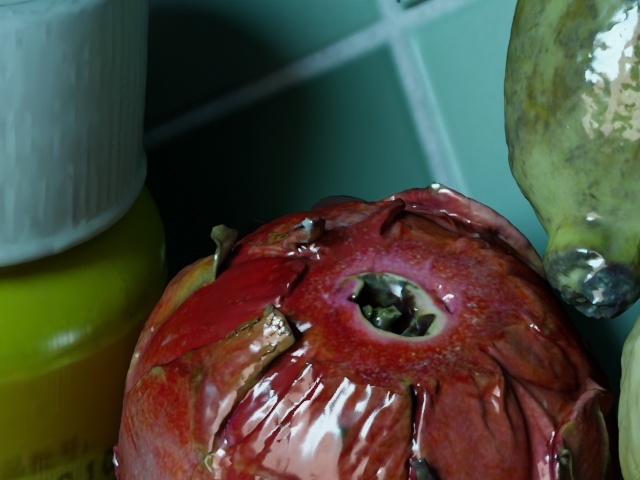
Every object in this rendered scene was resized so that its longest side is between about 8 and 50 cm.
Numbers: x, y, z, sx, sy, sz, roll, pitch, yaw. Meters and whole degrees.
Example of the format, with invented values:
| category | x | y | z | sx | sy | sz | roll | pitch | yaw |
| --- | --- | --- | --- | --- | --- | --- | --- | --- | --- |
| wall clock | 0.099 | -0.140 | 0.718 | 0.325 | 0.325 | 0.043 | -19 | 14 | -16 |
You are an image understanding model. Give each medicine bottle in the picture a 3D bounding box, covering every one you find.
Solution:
| category | x | y | z | sx | sy | sz | roll | pitch | yaw |
| --- | --- | --- | --- | --- | --- | --- | --- | --- | --- |
| medicine bottle | -0.183 | 0.031 | 0.894 | 0.224 | 0.224 | 0.384 | 25 | 125 | 26 |

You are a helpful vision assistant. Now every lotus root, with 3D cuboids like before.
| category | x | y | z | sx | sy | sz | roll | pitch | yaw |
| --- | --- | --- | --- | --- | --- | --- | --- | --- | --- |
| lotus root | 0.142 | -0.070 | 0.800 | 0.138 | 0.138 | 0.214 | 22 | 83 | 27 |

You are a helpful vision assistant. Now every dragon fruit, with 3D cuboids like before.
| category | x | y | z | sx | sy | sz | roll | pitch | yaw |
| --- | --- | --- | --- | --- | --- | --- | --- | --- | --- |
| dragon fruit | 0.023 | 0.101 | 0.837 | 0.241 | 0.252 | 0.241 | 2 | 74 | -6 |

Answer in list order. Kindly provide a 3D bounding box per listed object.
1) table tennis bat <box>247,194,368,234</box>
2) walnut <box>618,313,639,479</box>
| category | x | y | z | sx | sy | sz | roll | pitch | yaw |
| --- | --- | --- | --- | --- | --- | --- | --- | --- | --- |
| table tennis bat | 0.000 | 0.000 | 0.969 | 0.083 | 0.007 | 0.050 | 11 | 100 | 27 |
| walnut | 0.199 | 0.076 | 0.757 | 0.155 | 0.184 | 0.155 | -50 | 28 | 39 |
